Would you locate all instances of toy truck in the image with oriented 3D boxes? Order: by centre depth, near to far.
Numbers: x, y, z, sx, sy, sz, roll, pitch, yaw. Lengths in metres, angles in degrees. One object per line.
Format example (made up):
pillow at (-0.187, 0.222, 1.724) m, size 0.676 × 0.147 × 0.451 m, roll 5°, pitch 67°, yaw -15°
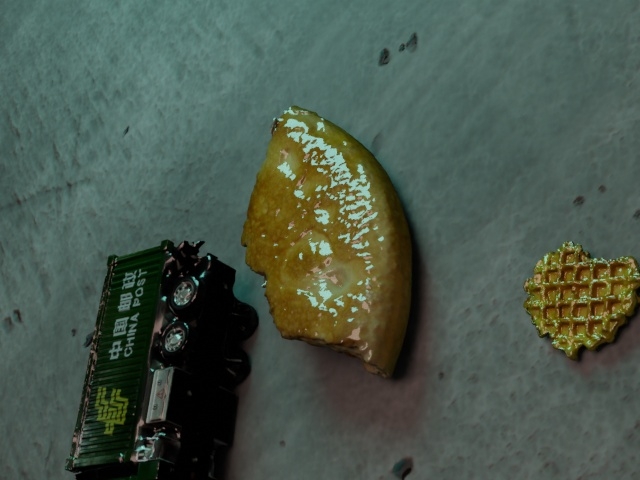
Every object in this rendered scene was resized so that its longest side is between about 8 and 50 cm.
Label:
toy truck at (-0.129, 0.133, 1.010) m, size 0.121 × 0.088 × 0.259 m, roll -13°, pitch 59°, yaw 37°

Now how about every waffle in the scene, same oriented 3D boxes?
waffle at (0.172, 0.036, 0.825) m, size 0.078 × 0.016 × 0.085 m, roll -57°, pitch 42°, yaw 4°

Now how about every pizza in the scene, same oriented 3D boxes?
pizza at (0.005, -0.001, 0.975) m, size 0.134 × 0.056 × 0.271 m, roll -44°, pitch 46°, yaw 15°
